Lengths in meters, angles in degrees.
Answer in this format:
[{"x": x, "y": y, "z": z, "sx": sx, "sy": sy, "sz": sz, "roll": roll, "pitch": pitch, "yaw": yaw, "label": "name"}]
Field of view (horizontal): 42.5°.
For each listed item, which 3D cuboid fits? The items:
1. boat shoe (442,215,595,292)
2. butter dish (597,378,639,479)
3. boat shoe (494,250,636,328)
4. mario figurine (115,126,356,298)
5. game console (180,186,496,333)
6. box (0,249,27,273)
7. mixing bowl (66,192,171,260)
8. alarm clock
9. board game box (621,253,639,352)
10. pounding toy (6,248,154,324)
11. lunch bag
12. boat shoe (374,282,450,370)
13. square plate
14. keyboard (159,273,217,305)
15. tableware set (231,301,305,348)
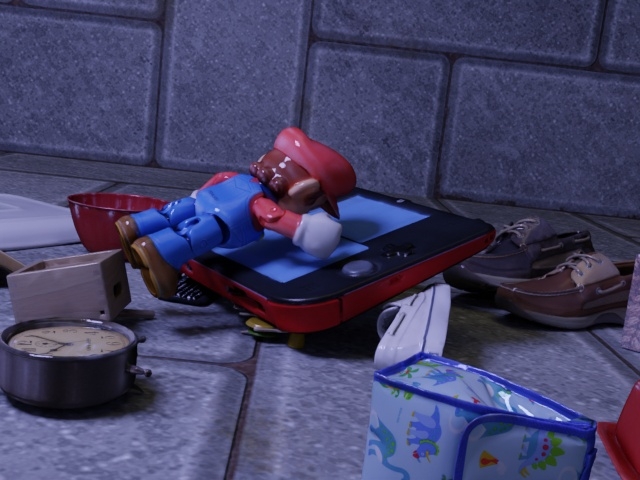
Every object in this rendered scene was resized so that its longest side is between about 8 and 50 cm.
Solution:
[{"x": 0.349, "y": 0.026, "z": 1.437, "sx": 0.355, "sy": 0.130, "sz": 0.132, "roll": 2, "pitch": -6, "yaw": -38, "label": "boat shoe"}, {"x": 0.348, "y": 0.165, "z": 0.747, "sx": 0.160, "sy": 0.118, "sz": 0.160, "roll": 7, "pitch": 9, "yaw": 7, "label": "butter dish"}, {"x": 0.420, "y": 0.072, "z": 1.321, "sx": 0.324, "sy": 0.117, "sz": 0.123, "roll": 1, "pitch": 11, "yaw": -28, "label": "boat shoe"}, {"x": -0.091, "y": -0.018, "z": 1.087, "sx": 0.320, "sy": 0.198, "sz": 0.170, "roll": -26, "pitch": -18, "yaw": -18, "label": "mario figurine"}, {"x": 0.000, "y": 0.000, "z": 1.175, "sx": 0.341, "sy": 0.060, "sz": 0.386, "roll": -25, "pitch": 27, "yaw": -29, "label": "game console"}, {"x": -0.519, "y": -0.014, "z": 1.163, "sx": 0.201, "sy": 0.021, "sz": 0.164, "roll": 38, "pitch": -14, "yaw": -31, "label": "box"}, {"x": -0.346, "y": -0.021, "z": 1.421, "sx": 0.181, "sy": 0.098, "sz": 0.181, "roll": 6, "pitch": 11, "yaw": -1, "label": "mixing bowl"}, {"x": -0.263, "y": 0.117, "z": 0.791, "sx": 0.191, "sy": 0.064, "sz": 0.129, "roll": 6, "pitch": 10, "yaw": -15, "label": "alarm clock"}, {"x": 0.619, "y": 0.099, "z": 1.218, "sx": 0.232, "sy": 0.141, "sz": 0.291, "roll": 14, "pitch": 13, "yaw": 39, "label": "board game box"}, {"x": -0.288, "y": 0.070, "z": 1.010, "sx": 0.130, "sy": 0.100, "sz": 0.141, "roll": -8, "pitch": 7, "yaw": 1, "label": "pounding toy"}, {"x": 0.107, "y": 0.163, "z": 0.573, "sx": 0.151, "sy": 0.129, "sz": 0.096, "roll": 14, "pitch": 14, "yaw": 31, "label": "lunch bag"}, {"x": 0.113, "y": 0.103, "z": 1.017, "sx": 0.084, "sy": 0.095, "sz": 0.258, "roll": 12, "pitch": 10, "yaw": 7, "label": "boat shoe"}, {"x": -0.618, "y": -0.042, "z": 1.513, "sx": 0.344, "sy": 0.049, "sz": 0.347, "roll": 13, "pitch": 12, "yaw": 33, "label": "square plate"}, {"x": -0.195, "y": 0.056, "z": 1.256, "sx": 0.100, "sy": 0.038, "sz": 0.192, "roll": 7, "pitch": 9, "yaw": 7, "label": "keyboard"}, {"x": -0.058, "y": 0.110, "z": 1.086, "sx": 0.104, "sy": 0.024, "sz": 0.154, "roll": 6, "pitch": 8, "yaw": -20, "label": "tableware set"}]
